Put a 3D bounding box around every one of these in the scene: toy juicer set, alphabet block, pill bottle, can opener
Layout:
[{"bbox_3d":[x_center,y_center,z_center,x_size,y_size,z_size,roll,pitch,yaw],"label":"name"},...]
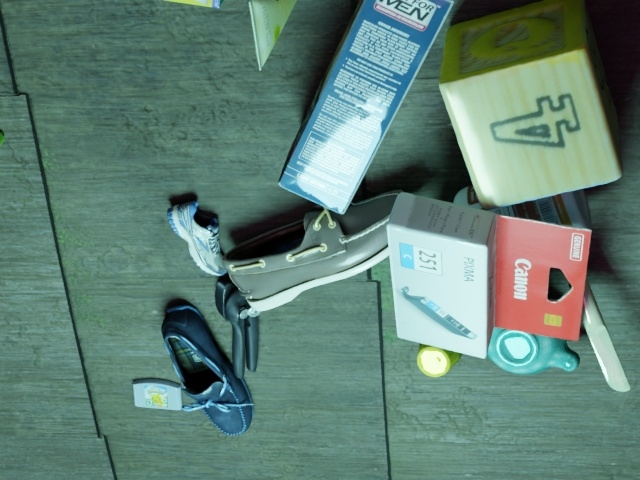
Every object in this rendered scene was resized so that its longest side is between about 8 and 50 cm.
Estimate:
[{"bbox_3d":[0.304,0.111,1.997,0.329,0.089,0.209,3,111,18],"label":"toy juicer set"},{"bbox_3d":[0.279,-0.184,1.740,0.193,0.192,0.197,-14,118,16],"label":"alphabet block"},{"bbox_3d":[0.266,-0.033,1.882,0.216,0.121,0.121,-18,118,21],"label":"pill bottle"},{"bbox_3d":[-0.122,0.142,2.111,0.059,0.073,0.186,-24,128,-21],"label":"can opener"}]

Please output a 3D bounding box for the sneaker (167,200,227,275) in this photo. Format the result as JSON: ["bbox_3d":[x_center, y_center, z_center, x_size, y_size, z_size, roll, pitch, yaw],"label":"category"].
[{"bbox_3d":[-0.176,-0.004,2.021,0.058,0.052,0.135,-27,115,20],"label":"sneaker"}]

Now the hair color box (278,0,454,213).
[{"bbox_3d":[0.066,-0.225,1.759,0.105,0.174,0.347,25,123,-5],"label":"hair color box"}]

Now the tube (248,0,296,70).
[{"bbox_3d":[-0.058,-0.311,1.685,0.070,0.240,0.062,41,122,-16],"label":"tube"}]

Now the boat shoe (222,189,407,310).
[{"bbox_3d":[0.000,0.000,1.956,0.324,0.116,0.097,-25,117,29],"label":"boat shoe"}]

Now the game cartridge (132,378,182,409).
[{"bbox_3d":[-0.275,0.258,2.229,0.083,0.017,0.056,4,120,7],"label":"game cartridge"}]

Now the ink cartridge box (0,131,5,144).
[{"bbox_3d":[-0.632,-0.172,1.962,0.189,0.097,0.255,-33,113,27],"label":"ink cartridge box"}]

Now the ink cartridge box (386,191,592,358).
[{"bbox_3d":[0.231,0.065,1.832,0.261,0.066,0.296,12,148,15],"label":"ink cartridge box"}]

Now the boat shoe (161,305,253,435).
[{"bbox_3d":[-0.198,0.229,2.151,0.109,0.089,0.258,-22,117,22],"label":"boat shoe"}]

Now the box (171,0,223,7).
[{"bbox_3d":[-0.217,-0.380,1.787,0.179,0.043,0.105,9,123,6],"label":"box"}]
